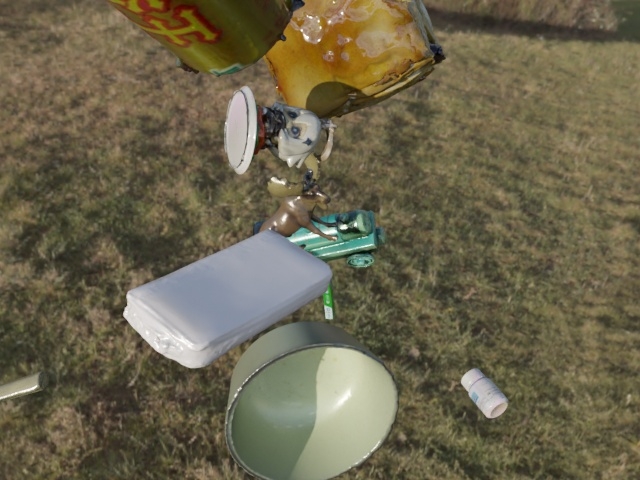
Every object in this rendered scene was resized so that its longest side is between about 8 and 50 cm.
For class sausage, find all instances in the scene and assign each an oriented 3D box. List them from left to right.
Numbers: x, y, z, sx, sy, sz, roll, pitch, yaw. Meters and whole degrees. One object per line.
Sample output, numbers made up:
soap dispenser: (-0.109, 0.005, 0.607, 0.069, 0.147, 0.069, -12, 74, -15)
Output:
sausage: (-0.114, -0.209, 0.401, 0.125, 0.117, 0.317, -15, -10, 14)

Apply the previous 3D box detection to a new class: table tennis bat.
table tennis bat: (-0.506, 0.232, 0.928, 0.247, 0.022, 0.138, -17, 45, 8)

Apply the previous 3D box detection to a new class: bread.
bread: (0.023, -0.339, 1.113, 0.325, 0.277, 0.167, -15, 26, 37)

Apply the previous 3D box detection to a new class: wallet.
wallet: (-0.073, 0.044, 0.553, 0.095, 0.033, 0.190, 30, 34, 24)

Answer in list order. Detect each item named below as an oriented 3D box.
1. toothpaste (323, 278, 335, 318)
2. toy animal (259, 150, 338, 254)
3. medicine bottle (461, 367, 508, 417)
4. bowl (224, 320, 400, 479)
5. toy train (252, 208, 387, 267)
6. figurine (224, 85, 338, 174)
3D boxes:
toothpaste: (0.016, 0.113, 1.256, 0.017, 0.083, 0.020, 1, 24, 14)
toy animal: (-0.044, -0.059, 1.231, 0.186, 0.214, 0.093, 41, 27, -23)
medicine bottle: (0.311, 0.289, 1.224, 0.052, 0.052, 0.089, -12, 40, -24)
bowl: (-0.020, 0.184, 0.788, 0.212, 0.211, 0.112, -4, 27, -15)
toy train: (0.000, 0.000, 1.537, 0.298, 0.194, 0.120, -13, 63, 23)
figurine: (-0.056, -0.159, 0.968, 0.154, 0.132, 0.132, 1, 35, -24)
